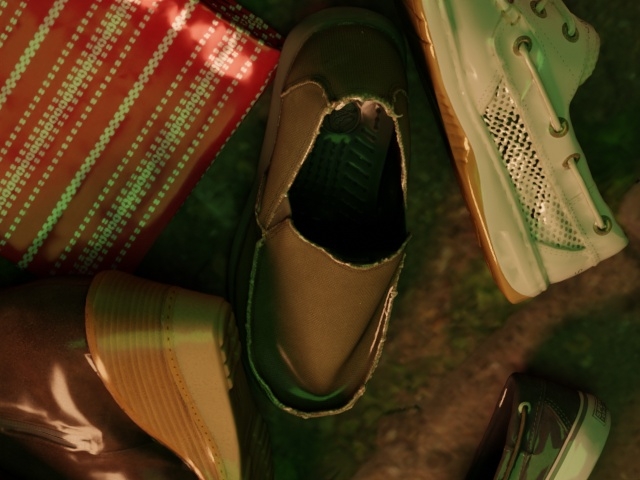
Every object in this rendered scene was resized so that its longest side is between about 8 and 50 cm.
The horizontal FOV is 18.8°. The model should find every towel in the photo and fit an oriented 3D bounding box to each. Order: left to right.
[{"bbox_3d":[-0.178,-0.101,1.043,0.275,0.031,0.199,32,105,-17],"label":"towel"}]

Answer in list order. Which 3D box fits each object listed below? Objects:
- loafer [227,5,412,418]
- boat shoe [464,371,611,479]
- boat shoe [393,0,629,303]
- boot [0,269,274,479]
[{"bbox_3d":[0.000,0.000,1.059,0.094,0.087,0.251,1,120,-6],"label":"loafer"},{"bbox_3d":[0.087,0.179,1.154,0.076,0.080,0.228,28,105,-9],"label":"boat shoe"},{"bbox_3d":[0.102,-0.099,1.041,0.096,0.098,0.277,-20,121,2],"label":"boat shoe"},{"bbox_3d":[-0.139,0.121,1.118,0.207,0.090,0.248,0,124,12],"label":"boot"}]
